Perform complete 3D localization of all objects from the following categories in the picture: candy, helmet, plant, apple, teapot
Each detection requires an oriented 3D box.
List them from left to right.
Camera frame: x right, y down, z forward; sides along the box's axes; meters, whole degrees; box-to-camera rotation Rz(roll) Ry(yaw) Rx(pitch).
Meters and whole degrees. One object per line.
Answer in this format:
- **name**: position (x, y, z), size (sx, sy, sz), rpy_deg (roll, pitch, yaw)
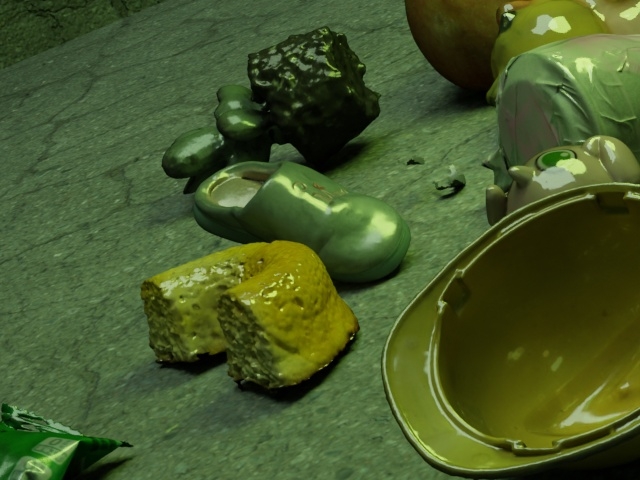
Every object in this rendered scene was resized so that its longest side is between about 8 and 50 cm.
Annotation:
- **candy**: position (-0.273, 0.212, 1.470), size (0.141, 0.078, 0.203), rpy_deg (-9, 28, 33)
- **plant**: position (-0.069, -0.148, 2.089), size (0.274, 0.149, 0.146), rpy_deg (-29, -29, 24)
- **apple**: position (0.225, -0.309, 2.099), size (0.253, 0.254, 0.253), rpy_deg (-19, 19, 7)
- **helmet**: position (0.187, 0.087, 1.214), size (0.257, 0.140, 0.205), rpy_deg (-32, 50, 8)
- **teapot**: position (0.273, -0.102, 1.669), size (0.178, 0.222, 0.163), rpy_deg (-20, 56, -24)

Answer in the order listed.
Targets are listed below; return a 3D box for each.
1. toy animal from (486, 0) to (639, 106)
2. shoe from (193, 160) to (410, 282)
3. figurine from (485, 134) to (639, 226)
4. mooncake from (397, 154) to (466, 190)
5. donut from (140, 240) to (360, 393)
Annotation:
- **toy animal**: position (0.299, -0.217, 1.894), size (0.281, 0.195, 0.169), rpy_deg (-22, 59, -13)
- **shoe**: position (-0.028, -0.035, 1.728), size (0.251, 0.100, 0.103), rpy_deg (15, 56, 30)
- **figurine**: position (0.222, -0.032, 1.518), size (0.138, 0.125, 0.125), rpy_deg (3, 29, 27)
- **mooncake**: position (-0.003, -0.011, 1.804), size (0.346, 0.057, 0.150), rpy_deg (-20, 31, -2)
- **donut**: position (-0.056, 0.062, 1.624), size (0.152, 0.101, 0.259), rpy_deg (-26, 15, -29)
